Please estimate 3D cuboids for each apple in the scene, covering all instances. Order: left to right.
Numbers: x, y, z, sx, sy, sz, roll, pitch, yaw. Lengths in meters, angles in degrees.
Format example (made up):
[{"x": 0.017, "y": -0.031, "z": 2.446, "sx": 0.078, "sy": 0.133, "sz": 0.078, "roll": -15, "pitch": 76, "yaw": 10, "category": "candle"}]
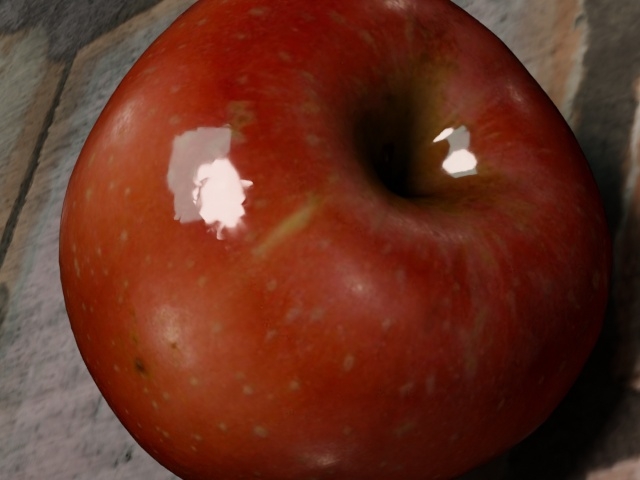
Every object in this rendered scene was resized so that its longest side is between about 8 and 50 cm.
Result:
[{"x": 0.000, "y": 0.000, "z": 0.871, "sx": 0.216, "sy": 0.260, "sz": 0.260, "roll": -39, "pitch": 33, "yaw": 49, "category": "apple"}]
